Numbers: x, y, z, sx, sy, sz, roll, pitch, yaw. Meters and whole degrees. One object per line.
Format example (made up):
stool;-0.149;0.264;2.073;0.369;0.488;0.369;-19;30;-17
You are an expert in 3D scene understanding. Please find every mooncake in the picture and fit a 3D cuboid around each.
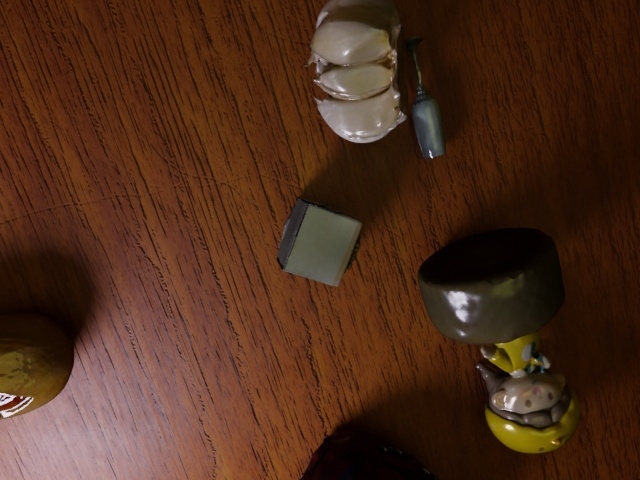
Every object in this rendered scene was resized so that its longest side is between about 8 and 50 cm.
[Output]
mooncake;0.357;0.095;1.020;0.285;0.284;0.155;-22;107;-5

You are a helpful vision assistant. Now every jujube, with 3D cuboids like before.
jujube;0.120;0.584;1.083;0.377;0.258;0.258;35;92;-19

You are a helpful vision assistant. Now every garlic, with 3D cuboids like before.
garlic;0.072;-0.352;0.964;0.204;0.184;0.280;-2;121;17

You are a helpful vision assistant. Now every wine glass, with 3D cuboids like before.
wine glass;0.222;-0.299;1.045;0.074;0.074;0.262;-17;103;-6

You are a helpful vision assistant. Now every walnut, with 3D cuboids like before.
walnut;-0.633;0.245;0.932;0.298;0.203;0.202;-8;100;-6

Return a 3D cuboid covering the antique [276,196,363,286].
antique;0.000;0.000;1.014;0.148;0.146;0.151;20;96;-13

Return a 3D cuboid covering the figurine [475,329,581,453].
figurine;0.483;0.321;1.129;0.215;0.187;0.343;-10;94;2
